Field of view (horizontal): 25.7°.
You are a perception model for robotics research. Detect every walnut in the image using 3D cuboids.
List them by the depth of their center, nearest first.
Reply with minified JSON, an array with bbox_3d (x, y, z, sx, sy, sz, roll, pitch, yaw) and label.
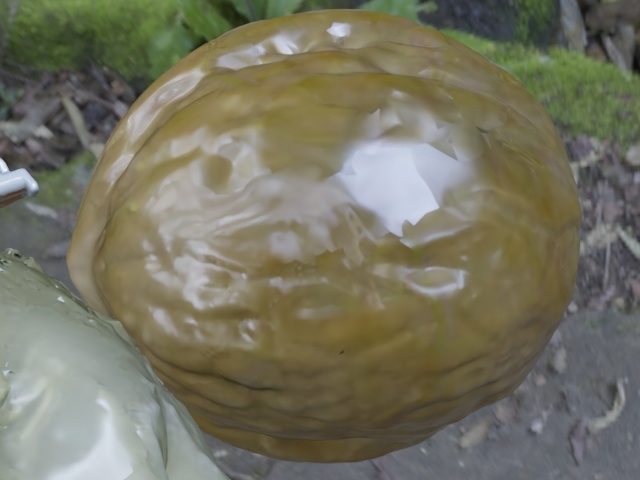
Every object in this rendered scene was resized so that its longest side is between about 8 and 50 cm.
[{"bbox_3d":[0.000,0.000,0.927,0.332,0.333,0.333,-4,71,13],"label":"walnut"}]

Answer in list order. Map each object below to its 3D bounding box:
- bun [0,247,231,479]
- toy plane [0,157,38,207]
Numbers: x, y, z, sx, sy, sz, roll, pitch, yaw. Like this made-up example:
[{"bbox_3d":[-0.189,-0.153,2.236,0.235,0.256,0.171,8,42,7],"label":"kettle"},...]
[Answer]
[{"bbox_3d":[-0.104,0.177,0.412,0.234,0.326,0.362,-8,91,29],"label":"bun"},{"bbox_3d":[-0.322,-0.013,0.995,0.244,0.244,0.117,-24,79,5],"label":"toy plane"}]
